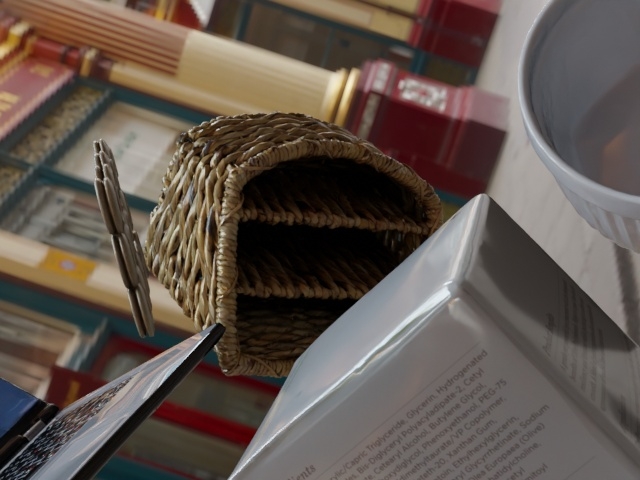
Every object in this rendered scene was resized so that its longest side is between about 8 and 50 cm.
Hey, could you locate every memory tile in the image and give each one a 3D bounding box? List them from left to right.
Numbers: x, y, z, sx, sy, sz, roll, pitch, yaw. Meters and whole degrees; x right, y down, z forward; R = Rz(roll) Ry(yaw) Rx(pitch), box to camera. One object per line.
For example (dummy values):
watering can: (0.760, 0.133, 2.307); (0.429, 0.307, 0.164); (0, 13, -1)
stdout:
memory tile: (-0.133, -0.004, 0.772); (0.148, 0.012, 0.113); (-124, 19, -69)

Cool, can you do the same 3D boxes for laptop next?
laptop: (-0.368, 0.159, 0.998); (0.408, 0.236, 0.382); (-30, 11, 34)

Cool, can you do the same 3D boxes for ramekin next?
ramekin: (0.238, -0.084, 0.731); (0.109, 0.207, 0.207); (55, -131, -56)

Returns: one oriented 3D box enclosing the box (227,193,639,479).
box: (0.043, 0.057, 0.364); (0.102, 0.087, 0.101); (-43, 4, 20)

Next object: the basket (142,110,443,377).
basket: (0.000, 0.000, 1.201); (0.223, 0.299, 0.213); (45, 120, 45)
